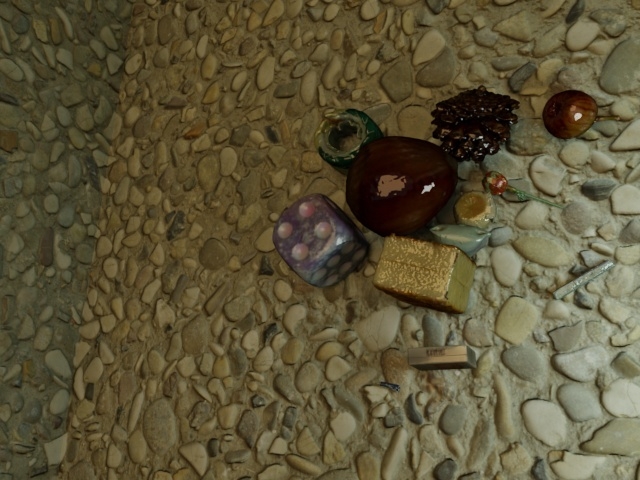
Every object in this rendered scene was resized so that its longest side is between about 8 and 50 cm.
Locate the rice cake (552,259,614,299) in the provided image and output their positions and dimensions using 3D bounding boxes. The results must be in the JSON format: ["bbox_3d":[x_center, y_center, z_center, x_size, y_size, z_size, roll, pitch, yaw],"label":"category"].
[{"bbox_3d":[0.836,0.125,1.694,0.208,0.033,0.033,-35,71,13],"label":"rice cake"}]

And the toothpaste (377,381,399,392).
[{"bbox_3d":[0.243,0.522,1.903,0.083,0.019,0.027,8,61,27],"label":"toothpaste"}]

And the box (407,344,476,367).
[{"bbox_3d":[0.407,0.395,1.781,0.201,0.141,0.058,-10,65,24],"label":"box"}]

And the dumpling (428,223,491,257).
[{"bbox_3d":[0.487,-0.001,1.857,0.217,0.149,0.104,0,75,25],"label":"dumpling"}]

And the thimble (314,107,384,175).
[{"bbox_3d":[0.117,-0.410,2.184,0.254,0.167,0.288,-44,60,9],"label":"thimble"}]

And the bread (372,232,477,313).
[{"bbox_3d":[0.360,0.120,1.815,0.279,0.279,0.206,10,80,28],"label":"bread"}]

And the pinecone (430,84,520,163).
[{"bbox_3d":[0.537,-0.403,1.882,0.299,0.296,0.242,5,63,9],"label":"pinecone"}]

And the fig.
[{"bbox_3d":[0.868,-0.420,1.801,0.175,0.207,0.174,-20,67,62],"label":"fig"}]

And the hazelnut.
[{"bbox_3d":[0.290,-0.198,1.897,0.421,0.421,0.352,-4,104,28],"label":"hazelnut"}]

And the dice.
[{"bbox_3d":[0.000,0.000,2.054,0.270,0.270,0.271,-43,60,11],"label":"dice"}]

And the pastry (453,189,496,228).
[{"bbox_3d":[0.550,-0.106,1.894,0.166,0.088,0.165,-9,72,27],"label":"pastry"}]

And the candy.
[{"bbox_3d":[0.702,-0.165,1.853,0.288,0.084,0.078,25,89,22],"label":"candy"}]
